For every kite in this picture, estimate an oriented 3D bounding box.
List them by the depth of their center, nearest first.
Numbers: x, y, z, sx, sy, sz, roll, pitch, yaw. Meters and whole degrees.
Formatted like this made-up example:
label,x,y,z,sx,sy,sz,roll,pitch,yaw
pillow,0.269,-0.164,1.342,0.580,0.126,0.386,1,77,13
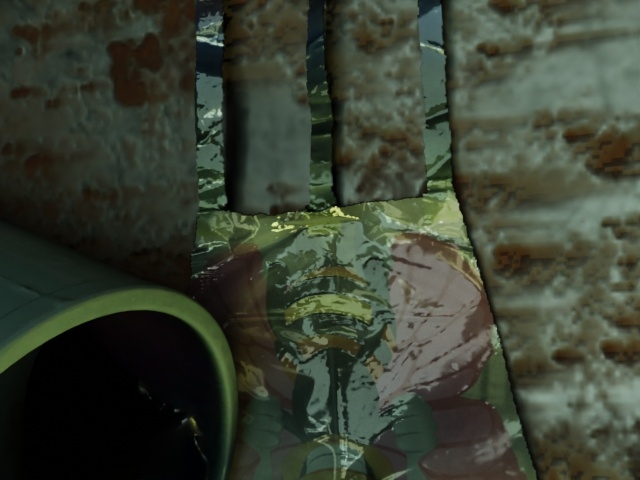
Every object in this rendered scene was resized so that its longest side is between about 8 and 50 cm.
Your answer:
label,x,y,z,sx,sy,sz,roll,pitch,yaw
kite,-0.001,0.000,0.540,0.204,0.022,0.361,-5,88,21

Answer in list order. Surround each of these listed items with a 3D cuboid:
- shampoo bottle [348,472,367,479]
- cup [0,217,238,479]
label,x,y,z,sx,sy,sz,roll,pitch,yaw
shampoo bottle,-0.008,0.174,0.527,0.049,0.034,0.141,41,109,9
cup,-0.232,0.107,0.530,0.311,0.331,0.257,23,56,24
